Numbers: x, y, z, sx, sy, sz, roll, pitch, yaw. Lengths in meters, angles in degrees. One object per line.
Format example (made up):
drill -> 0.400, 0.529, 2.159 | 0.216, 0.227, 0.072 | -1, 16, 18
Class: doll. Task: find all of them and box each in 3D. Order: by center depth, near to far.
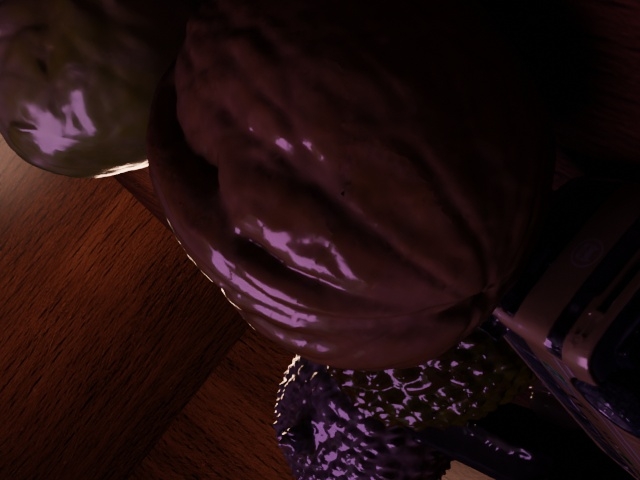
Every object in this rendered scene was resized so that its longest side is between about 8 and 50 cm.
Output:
doll -> 0.350, 0.205, 1.175 | 0.154, 0.119, 0.278 | 19, 169, 21

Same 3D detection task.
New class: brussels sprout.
brussels sprout -> -0.258, -0.218, 1.071 | 0.273, 0.317, 0.243 | 20, -160, 4

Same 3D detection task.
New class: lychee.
lychee -> 0.118, 0.076, 0.992 | 0.320, 0.270, 0.270 | 26, 164, 37
lychee -> 0.106, 0.338, 1.737 | 0.432, 0.381, 0.380 | -7, -161, -34

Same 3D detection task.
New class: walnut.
walnut -> 0.019, -0.069, 0.679 | 0.333, 0.333, 0.333 | 37, 169, 8

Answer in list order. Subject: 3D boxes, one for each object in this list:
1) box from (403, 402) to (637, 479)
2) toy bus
box -> 0.311, 0.293, 1.229 | 0.359, 0.091, 0.350 | 17, 179, -24
toy bus -> 0.286, 0.102, 0.790 | 0.365, 0.177, 0.202 | 46, 173, -40
